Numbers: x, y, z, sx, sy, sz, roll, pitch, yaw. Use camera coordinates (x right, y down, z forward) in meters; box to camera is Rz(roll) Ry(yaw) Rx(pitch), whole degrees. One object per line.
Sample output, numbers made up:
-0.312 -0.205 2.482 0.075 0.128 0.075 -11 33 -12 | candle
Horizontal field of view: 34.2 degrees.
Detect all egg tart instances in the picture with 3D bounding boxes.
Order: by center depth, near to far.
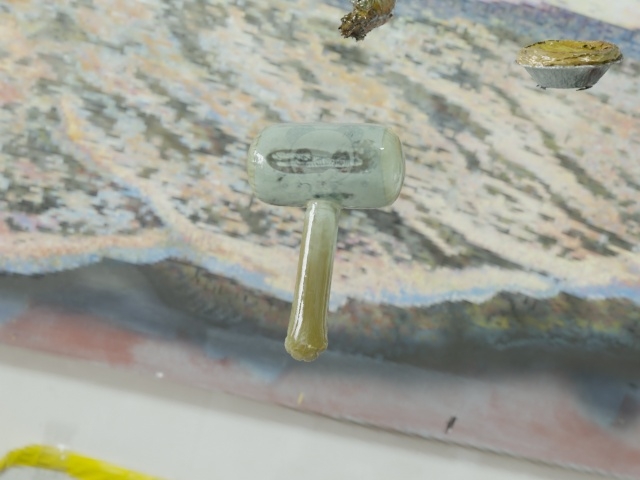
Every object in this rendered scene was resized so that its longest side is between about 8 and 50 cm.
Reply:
0.532 -0.378 2.242 0.234 0.094 0.234 -4 16 1 | egg tart

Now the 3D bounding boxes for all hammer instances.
0.000 0.000 1.306 0.202 0.305 0.113 1 -12 14 | hammer

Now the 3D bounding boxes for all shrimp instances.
0.065 -0.325 1.325 0.034 0.124 0.178 12 30 26 | shrimp
